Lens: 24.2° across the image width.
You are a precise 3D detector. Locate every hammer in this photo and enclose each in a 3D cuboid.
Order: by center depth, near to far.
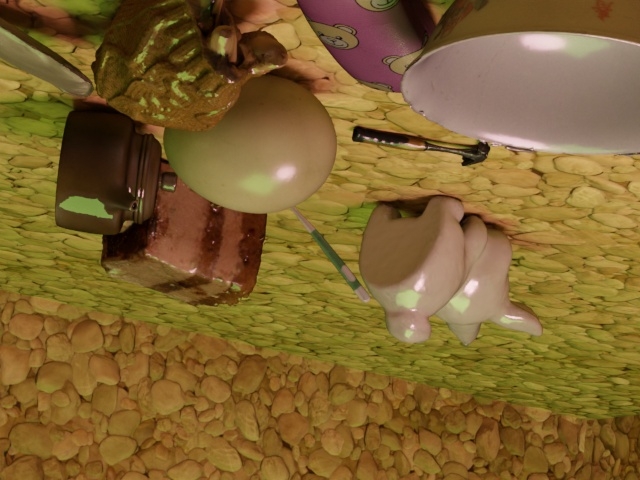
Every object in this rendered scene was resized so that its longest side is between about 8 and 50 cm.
[{"bbox_3d":[0.145,-0.139,2.191,0.201,0.021,0.078,9,165,-2],"label":"hammer"}]

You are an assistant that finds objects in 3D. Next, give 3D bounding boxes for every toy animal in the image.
[{"bbox_3d":[0.226,0.085,2.566,0.196,0.241,0.367,-2,162,39],"label":"toy animal"}]

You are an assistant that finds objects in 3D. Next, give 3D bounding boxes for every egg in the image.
[{"bbox_3d":[-0.098,-0.132,2.017,0.253,0.189,0.188,7,167,26],"label":"egg"}]

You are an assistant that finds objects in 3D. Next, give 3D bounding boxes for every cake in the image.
[{"bbox_3d":[-0.255,-0.017,2.543,0.293,0.199,0.196,19,165,-32],"label":"cake"}]

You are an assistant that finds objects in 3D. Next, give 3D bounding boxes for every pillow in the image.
[{"bbox_3d":[-0.394,-0.250,1.922,0.232,0.038,0.130,31,167,-14],"label":"pillow"}]

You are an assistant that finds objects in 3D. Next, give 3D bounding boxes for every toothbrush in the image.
[{"bbox_3d":[0.000,0.000,2.488,0.257,0.018,0.024,52,154,2],"label":"toothbrush"}]

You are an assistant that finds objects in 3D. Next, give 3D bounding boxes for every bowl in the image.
[{"bbox_3d":[0.261,-0.215,1.568,0.345,0.157,0.345,7,166,2],"label":"bowl"}]

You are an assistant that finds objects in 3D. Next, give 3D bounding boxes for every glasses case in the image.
[{"bbox_3d":[0.063,-0.245,1.721,0.123,0.076,0.316,2,164,19],"label":"glasses case"}]

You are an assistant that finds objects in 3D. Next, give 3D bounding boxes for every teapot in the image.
[{"bbox_3d":[-0.306,-0.103,2.276,0.175,0.186,0.268,9,-157,-6],"label":"teapot"}]

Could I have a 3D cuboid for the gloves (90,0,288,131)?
[{"bbox_3d":[-0.170,-0.211,1.813,0.203,0.155,0.356,15,165,-20],"label":"gloves"}]
